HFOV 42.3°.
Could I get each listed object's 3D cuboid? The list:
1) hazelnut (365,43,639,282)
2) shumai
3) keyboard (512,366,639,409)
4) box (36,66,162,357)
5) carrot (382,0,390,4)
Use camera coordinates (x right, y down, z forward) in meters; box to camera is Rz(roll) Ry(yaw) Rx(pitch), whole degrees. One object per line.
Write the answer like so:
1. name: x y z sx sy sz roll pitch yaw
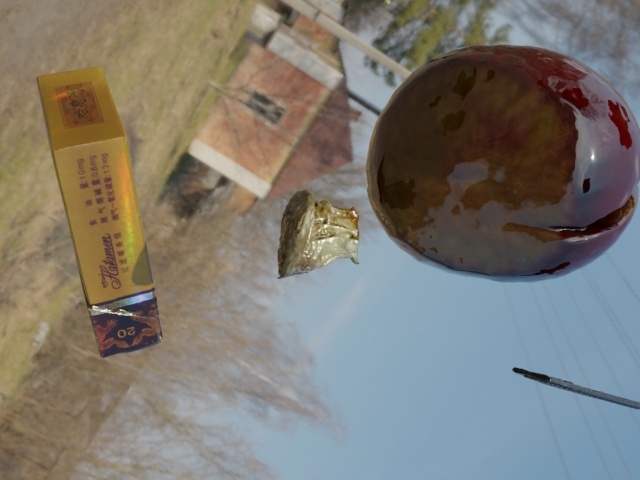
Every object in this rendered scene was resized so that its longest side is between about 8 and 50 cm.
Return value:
1. hazelnut: 0.283 -0.134 1.316 0.428 0.402 0.402 -3 -138 26
2. shumai: 0.001 -0.001 1.180 0.145 0.116 0.146 -168 -90 -80
3. keyboard: 0.429 0.247 1.376 0.087 0.250 0.017 6 -101 57
4. box: -0.364 -0.041 1.379 0.264 0.115 0.416 -123 -154 -48
5. carrot: 0.157 -0.628 1.743 0.061 0.061 0.257 -77 178 -64
